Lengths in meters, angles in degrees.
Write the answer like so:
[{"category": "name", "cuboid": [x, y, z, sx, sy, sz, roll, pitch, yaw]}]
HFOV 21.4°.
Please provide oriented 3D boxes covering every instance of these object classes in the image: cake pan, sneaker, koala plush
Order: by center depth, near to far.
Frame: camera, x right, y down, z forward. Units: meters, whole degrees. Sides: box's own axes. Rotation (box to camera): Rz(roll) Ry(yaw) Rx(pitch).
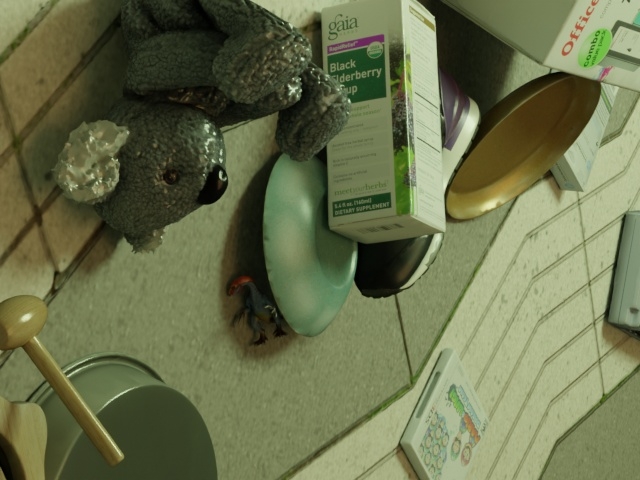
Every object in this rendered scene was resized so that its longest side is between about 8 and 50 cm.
[{"category": "koala plush", "cuboid": [-0.123, -0.098, 1.436, 0.221, 0.203, 0.196, -57, 157, -4]}, {"category": "cake pan", "cuboid": [-0.182, 0.246, 1.485, 0.293, 0.054, 0.293, -17, 110, -57]}, {"category": "sneaker", "cuboid": [0.074, -0.076, 1.820, 0.124, 0.107, 0.283, 47, 49, -38]}]

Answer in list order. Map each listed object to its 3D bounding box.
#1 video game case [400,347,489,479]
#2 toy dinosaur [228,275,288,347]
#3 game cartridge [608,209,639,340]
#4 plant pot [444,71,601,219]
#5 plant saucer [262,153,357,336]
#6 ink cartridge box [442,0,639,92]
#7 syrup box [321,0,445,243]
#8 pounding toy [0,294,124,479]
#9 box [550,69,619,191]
[{"category": "video game case", "cuboid": [0.154, 0.233, 2.064, 0.143, 0.019, 0.157, -62, 143, -31]}, {"category": "toy dinosaur", "cuboid": [-0.065, 0.065, 1.675, 0.090, 0.047, 0.082, -94, 167, -68]}, {"category": "game cartridge", "cuboid": [0.522, 0.061, 2.605, 0.294, 0.060, 0.196, 27, 77, -57]}, {"category": "plant pot", "cuboid": [0.231, -0.118, 2.005, 0.236, 0.032, 0.236, -34, 158, -16]}, {"category": "plant saucer", "cuboid": [0.000, 0.000, 1.715, 0.195, 0.037, 0.195, -5, 90, -67]}, {"category": "ink cartridge box", "cuboid": [0.308, -0.306, 1.948, 0.270, 0.197, 0.198, 6, 117, -47]}, {"category": "syrup box", "cuboid": [0.064, -0.123, 1.724, 0.096, 0.093, 0.237, 22, 63, -61]}, {"category": "pounding toy", "cuboid": [-0.251, 0.182, 1.260, 0.154, 0.154, 0.270, -14, 108, -62]}, {"category": "box", "cuboid": [0.345, -0.181, 2.281, 0.145, 0.038, 0.186, 52, 52, -49]}]
